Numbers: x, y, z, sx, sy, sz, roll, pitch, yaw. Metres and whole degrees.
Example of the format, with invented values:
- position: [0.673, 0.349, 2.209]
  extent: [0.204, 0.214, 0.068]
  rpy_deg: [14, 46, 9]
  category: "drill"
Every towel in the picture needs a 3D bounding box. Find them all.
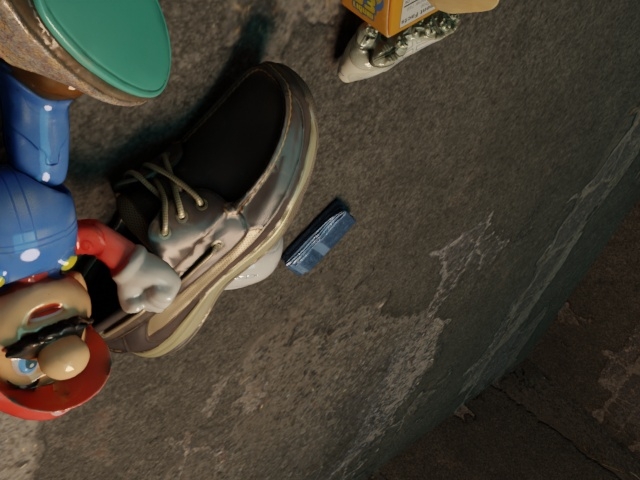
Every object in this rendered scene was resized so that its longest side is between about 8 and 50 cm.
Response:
- position: [0.000, 0.000, 0.967]
  extent: [0.119, 0.029, 0.067]
  rpy_deg: [-47, 153, 1]
  category: "towel"

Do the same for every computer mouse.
- position: [-0.113, 0.037, 0.848]
  extent: [0.193, 0.042, 0.106]
  rpy_deg: [-21, 142, -39]
  category: "computer mouse"

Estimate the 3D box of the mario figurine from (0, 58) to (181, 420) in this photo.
- position: [-0.212, 0.017, 0.509]
  extent: [0.198, 0.170, 0.320]
  rpy_deg: [1, 122, -7]
  category: "mario figurine"

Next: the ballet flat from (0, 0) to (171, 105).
- position: [-0.184, -0.164, 0.343]
  extent: [0.316, 0.106, 0.107]
  rpy_deg: [52, 45, -71]
  category: "ballet flat"

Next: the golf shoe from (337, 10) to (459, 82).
- position: [0.084, -0.232, 0.759]
  extent: [0.176, 0.069, 0.086]
  rpy_deg: [-34, -177, -35]
  category: "golf shoe"

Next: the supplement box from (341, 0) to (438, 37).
- position: [0.131, -0.302, 0.693]
  extent: [0.233, 0.078, 0.080]
  rpy_deg: [-32, 152, -23]
  category: "supplement box"

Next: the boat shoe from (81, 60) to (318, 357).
- position: [-0.131, -0.017, 0.658]
  extent: [0.130, 0.132, 0.355]
  rpy_deg: [6, 122, -56]
  category: "boat shoe"

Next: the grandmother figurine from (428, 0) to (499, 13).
- position: [0.197, -0.371, 0.592]
  extent: [0.342, 0.104, 0.207]
  rpy_deg: [-57, 167, -20]
  category: "grandmother figurine"
